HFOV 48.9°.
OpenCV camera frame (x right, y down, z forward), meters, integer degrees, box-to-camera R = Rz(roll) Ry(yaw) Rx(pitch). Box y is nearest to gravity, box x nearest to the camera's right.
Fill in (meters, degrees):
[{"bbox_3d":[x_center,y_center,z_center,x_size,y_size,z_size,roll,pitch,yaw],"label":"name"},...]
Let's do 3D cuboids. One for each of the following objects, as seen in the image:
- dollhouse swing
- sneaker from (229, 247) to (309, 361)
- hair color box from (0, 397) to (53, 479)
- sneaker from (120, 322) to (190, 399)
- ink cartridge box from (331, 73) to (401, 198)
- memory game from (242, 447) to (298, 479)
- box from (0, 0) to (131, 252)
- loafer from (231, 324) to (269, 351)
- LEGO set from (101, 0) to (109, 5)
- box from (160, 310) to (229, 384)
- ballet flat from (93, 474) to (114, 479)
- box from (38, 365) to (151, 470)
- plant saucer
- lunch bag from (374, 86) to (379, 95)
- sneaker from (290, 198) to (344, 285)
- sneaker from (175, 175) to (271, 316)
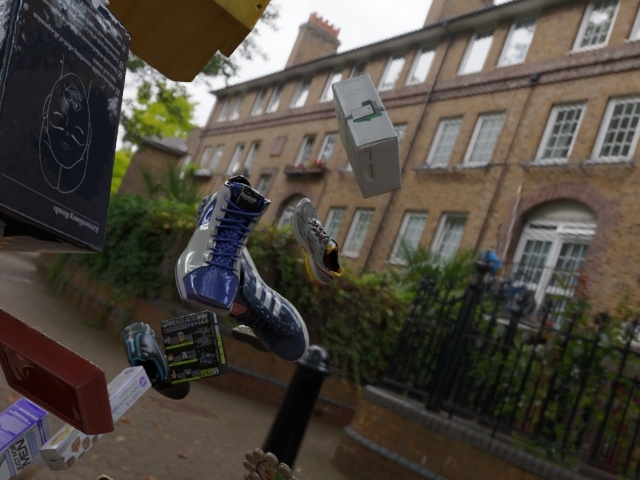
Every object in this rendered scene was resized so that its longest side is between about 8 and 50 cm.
[{"bbox_3d":[-0.318,-0.603,1.650,0.347,0.315,0.305,35,-22,-19],"label":"dollhouse swing"},{"bbox_3d":[-0.167,0.155,1.630,0.350,0.131,0.148,51,22,-2],"label":"sneaker"},{"bbox_3d":[-0.835,0.578,1.767,0.110,0.339,0.185,24,-50,23],"label":"hair color box"},{"bbox_3d":[-0.498,0.401,2.124,0.340,0.125,0.139,61,4,-42],"label":"sneaker"},{"bbox_3d":[0.099,-0.224,1.520,0.093,0.219,0.160,-16,-39,-2],"label":"ink cartridge box"},{"bbox_3d":[-0.111,0.562,1.648,0.186,0.012,0.186,23,-49,28],"label":"memory game"},{"bbox_3d":[-0.463,-0.202,1.049,0.212,0.395,0.293,0,-15,13],"label":"box"},{"bbox_3d":[-0.197,0.285,2.102,0.148,0.050,0.056,20,-47,21],"label":"loafer"},{"bbox_3d":[-0.496,-0.476,1.448,0.244,0.182,0.060,28,-34,46],"label":"LEGO set"},{"bbox_3d":[-0.354,0.299,1.974,0.191,0.184,0.045,-17,-5,30],"label":"box"},{"bbox_3d":[-0.278,0.445,1.085,0.232,0.073,0.080,26,23,20],"label":"ballet flat"},{"bbox_3d":[-0.532,0.419,1.689,0.067,0.063,0.324,-11,20,30],"label":"box"},{"bbox_3d":[-0.520,0.265,1.346,0.259,0.047,0.258,27,-39,11],"label":"plant saucer"},{"bbox_3d":[0.127,-0.436,2.108,0.083,0.071,0.053,51,-19,36],"label":"lunch bag"},{"bbox_3d":[0.000,0.000,1.763,0.093,0.225,0.088,-14,11,45],"label":"sneaker"},{"bbox_3d":[-0.197,-0.021,1.451,0.128,0.315,0.182,22,-41,-20],"label":"sneaker"}]
